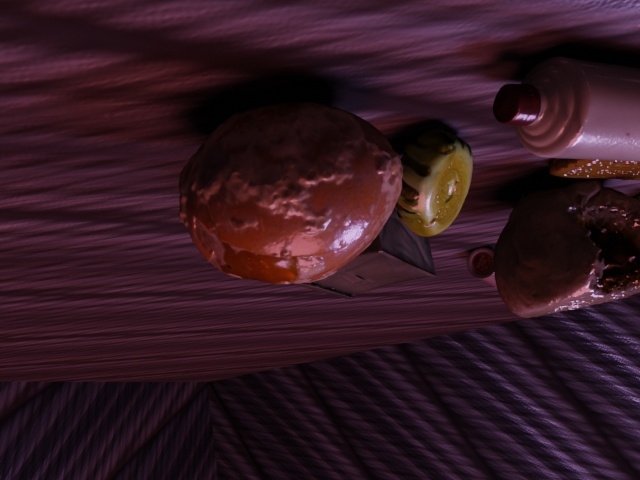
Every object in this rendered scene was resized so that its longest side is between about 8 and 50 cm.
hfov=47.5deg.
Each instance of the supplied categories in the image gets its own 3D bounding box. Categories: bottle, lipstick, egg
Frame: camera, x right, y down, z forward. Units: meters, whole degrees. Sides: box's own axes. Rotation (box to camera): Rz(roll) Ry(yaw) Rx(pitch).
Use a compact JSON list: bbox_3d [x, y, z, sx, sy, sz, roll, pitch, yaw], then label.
[{"bbox_3d":[0.288,-0.136,0.771,0.245,0.104,0.104,-1,163,-28],"label":"bottle"},{"bbox_3d":[0.401,0.070,1.660,0.070,0.070,0.254,-15,163,23],"label":"lipstick"},{"bbox_3d":[-0.030,-0.049,0.751,0.233,0.195,0.195,-8,165,3],"label":"egg"}]

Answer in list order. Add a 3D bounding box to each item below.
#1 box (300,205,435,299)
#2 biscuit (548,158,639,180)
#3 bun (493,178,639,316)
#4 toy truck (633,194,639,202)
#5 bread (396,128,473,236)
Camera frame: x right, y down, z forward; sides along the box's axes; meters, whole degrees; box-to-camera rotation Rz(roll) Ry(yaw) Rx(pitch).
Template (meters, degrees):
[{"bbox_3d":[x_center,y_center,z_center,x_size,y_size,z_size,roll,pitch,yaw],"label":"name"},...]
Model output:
[{"bbox_3d":[0.042,-0.015,0.982,0.148,0.155,0.231,-15,163,22],"label":"box"},{"bbox_3d":[0.475,-0.124,1.059,0.254,0.029,0.172,0,165,-28],"label":"biscuit"},{"bbox_3d":[0.399,0.005,1.165,0.281,0.205,0.281,-11,165,-3],"label":"bun"},{"bbox_3d":[0.706,-0.020,1.390,0.305,0.136,0.162,1,169,-23],"label":"toy truck"},{"bbox_3d":[0.136,-0.074,0.906,0.071,0.130,0.139,32,-178,32],"label":"bread"}]
